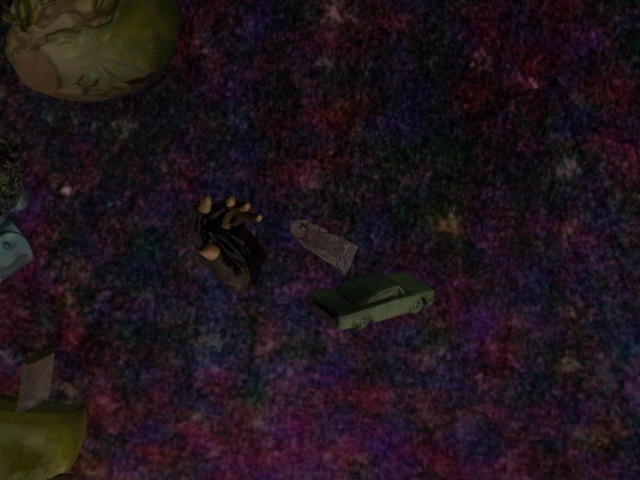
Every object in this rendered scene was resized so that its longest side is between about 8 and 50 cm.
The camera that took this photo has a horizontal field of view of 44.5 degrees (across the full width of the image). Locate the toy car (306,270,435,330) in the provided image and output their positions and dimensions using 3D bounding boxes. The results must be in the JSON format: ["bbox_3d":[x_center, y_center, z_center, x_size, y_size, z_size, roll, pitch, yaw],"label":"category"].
[{"bbox_3d":[0.135,0.141,1.957,0.321,0.141,0.097,-12,120,-33],"label":"toy car"}]

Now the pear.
[{"bbox_3d":[-0.704,0.488,1.681,0.343,0.317,0.238,9,179,-6],"label":"pear"}]

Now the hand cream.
[{"bbox_3d":[-0.003,-0.001,1.949,0.050,0.257,0.084,14,103,-41],"label":"hand cream"}]

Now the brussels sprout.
[{"bbox_3d":[-0.470,-0.442,1.662,0.276,0.371,0.314,21,152,28],"label":"brussels sprout"}]

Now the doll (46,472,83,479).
[{"bbox_3d":[-0.521,0.512,1.442,0.119,0.154,0.278,44,-177,10],"label":"doll"}]

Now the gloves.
[{"bbox_3d":[-0.221,0.001,1.822,0.153,0.197,0.301,9,140,8],"label":"gloves"}]

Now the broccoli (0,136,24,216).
[{"bbox_3d":[-0.717,-0.138,1.485,0.304,0.165,0.145,13,106,-1],"label":"broccoli"}]

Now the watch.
[{"bbox_3d":[-0.702,-0.013,1.642,0.211,0.210,0.193,3,135,8],"label":"watch"}]

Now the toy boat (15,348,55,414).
[{"bbox_3d":[-0.474,0.235,1.301,0.016,0.063,0.115,31,121,21],"label":"toy boat"}]
